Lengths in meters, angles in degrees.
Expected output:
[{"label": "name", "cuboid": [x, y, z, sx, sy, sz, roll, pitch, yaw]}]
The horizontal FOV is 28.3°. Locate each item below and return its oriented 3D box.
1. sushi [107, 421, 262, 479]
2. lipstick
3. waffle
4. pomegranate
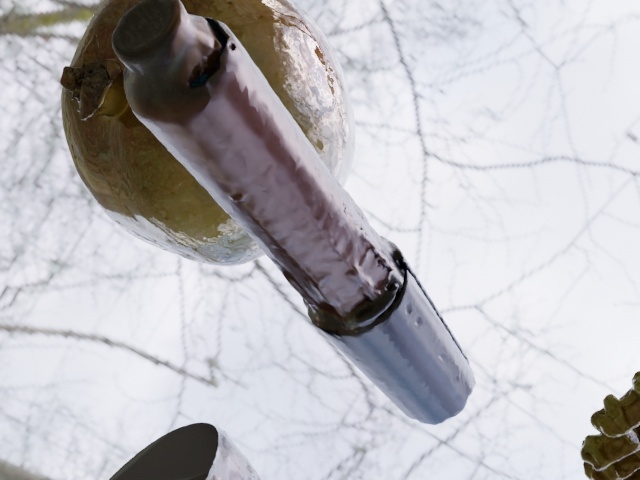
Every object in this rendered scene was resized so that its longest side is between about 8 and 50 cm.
[{"label": "sushi", "cuboid": [-0.123, 0.258, 1.013, 0.136, 0.126, 0.225, -3, -149, 35]}, {"label": "lipstick", "cuboid": [0.000, 0.000, 0.798, 0.077, 0.418, 0.077, -15, -129, 20]}, {"label": "waffle", "cuboid": [0.296, 0.133, 1.031, 0.046, 0.161, 0.192, 55, -49, 44]}, {"label": "pomegranate", "cuboid": [-0.116, -0.127, 1.250, 0.319, 0.319, 0.319, -34, -143, 30]}]
